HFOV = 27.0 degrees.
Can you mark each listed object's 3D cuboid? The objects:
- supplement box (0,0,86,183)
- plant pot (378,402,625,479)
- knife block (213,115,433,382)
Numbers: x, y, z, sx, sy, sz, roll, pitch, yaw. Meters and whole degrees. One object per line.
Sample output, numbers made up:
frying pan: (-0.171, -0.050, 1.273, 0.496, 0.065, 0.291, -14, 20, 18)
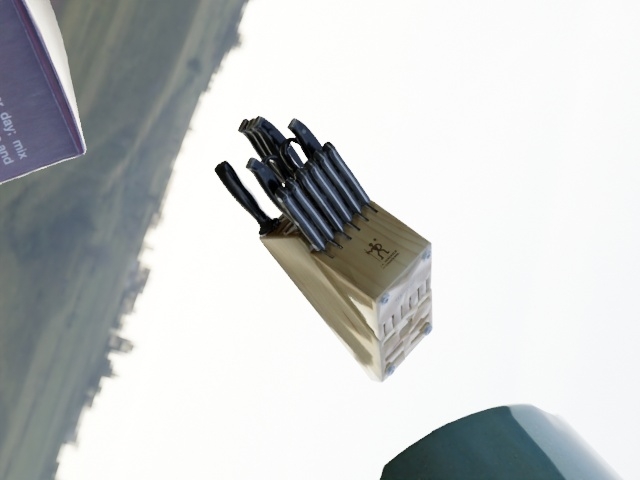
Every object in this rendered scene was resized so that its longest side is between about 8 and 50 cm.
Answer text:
supplement box: (-0.176, -0.046, 0.404, 0.104, 0.188, 0.080, -117, -173, -60)
plant pot: (0.186, 0.333, 1.063, 0.334, 0.341, 0.341, 53, -54, 40)
knife block: (0.000, 0.000, 1.390, 0.088, 0.242, 0.275, -44, 154, -20)
